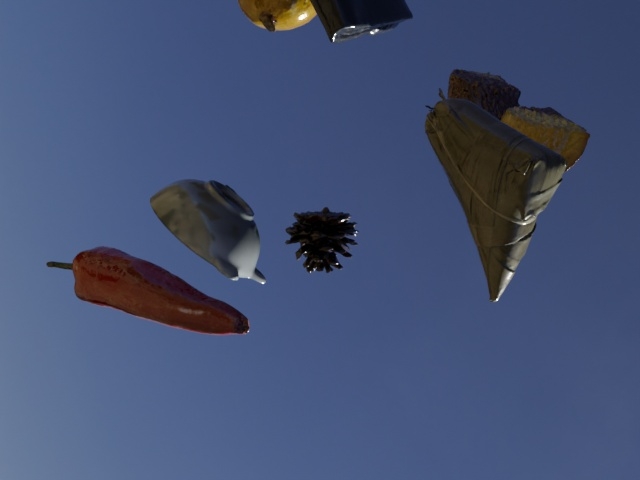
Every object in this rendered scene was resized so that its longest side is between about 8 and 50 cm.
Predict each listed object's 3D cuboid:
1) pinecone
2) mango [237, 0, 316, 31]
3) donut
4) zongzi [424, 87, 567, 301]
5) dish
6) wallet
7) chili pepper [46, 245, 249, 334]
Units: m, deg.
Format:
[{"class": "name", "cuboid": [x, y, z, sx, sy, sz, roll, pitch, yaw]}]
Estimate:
[{"class": "pinecone", "cuboid": [0.001, 0.000, 2.157, 0.140, 0.140, 0.121, 180, -95, -66]}, {"class": "mango", "cuboid": [-0.056, -0.458, 1.950, 0.119, 0.176, 0.317, 58, 26, -44]}, {"class": "donut", "cuboid": [0.263, -0.160, 1.776, 0.151, 0.112, 0.295, -66, -151, 17]}, {"class": "zongzi", "cuboid": [0.152, -0.052, 1.250, 0.189, 0.081, 0.178, 37, -58, 34]}, {"class": "dish", "cuboid": [-0.160, -0.036, 1.886, 0.236, 0.228, 0.086, 46, -77, 24]}, {"class": "wallet", "cuboid": [-0.013, -0.478, 1.657, 0.062, 0.228, 0.406, -25, -89, 30]}, {"class": "chili pepper", "cuboid": [-0.188, 0.050, 1.208, 0.272, 0.071, 0.063, 16, -63, 34]}]
